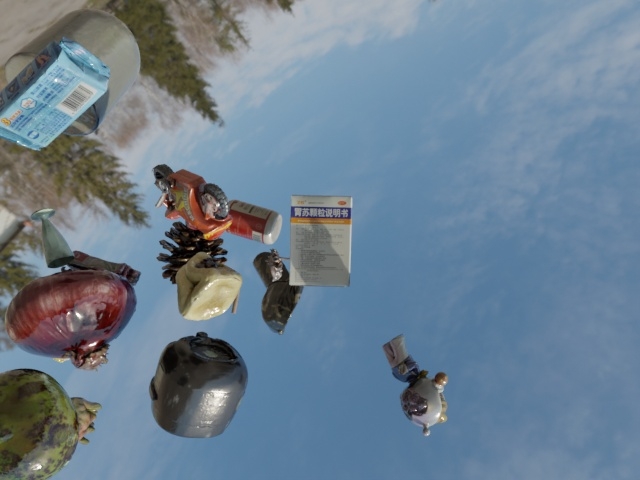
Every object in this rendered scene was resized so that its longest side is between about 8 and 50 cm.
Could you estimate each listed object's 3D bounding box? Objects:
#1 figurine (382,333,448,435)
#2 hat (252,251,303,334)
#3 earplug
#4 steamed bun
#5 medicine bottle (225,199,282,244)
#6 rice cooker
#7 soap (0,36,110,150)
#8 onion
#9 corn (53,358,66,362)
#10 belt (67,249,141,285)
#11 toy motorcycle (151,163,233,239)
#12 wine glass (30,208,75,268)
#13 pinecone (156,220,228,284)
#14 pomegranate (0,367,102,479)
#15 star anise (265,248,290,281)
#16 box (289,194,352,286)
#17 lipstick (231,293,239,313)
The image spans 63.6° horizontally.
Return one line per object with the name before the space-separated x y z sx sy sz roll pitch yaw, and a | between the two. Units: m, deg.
figurine | 0.277 0.410 1.505 0.133 0.274 0.194 -13 178 -41
hat | -0.250 0.261 2.516 0.257 0.382 0.366 -38 158 -40
earplug | -0.788 -0.589 1.737 0.313 0.312 0.394 -14 -140 39
steamed bun | -0.313 0.108 1.379 0.172 0.141 0.155 -51 -123 19
medicine bottle | -0.276 -0.075 1.916 0.250 0.131 0.131 17 -125 11
rice cooker | -0.338 0.394 1.437 0.267 0.267 0.224 33 -72 59
soap | -0.642 -0.341 1.223 0.293 0.156 0.077 -37 -117 10
onion | -0.670 0.229 1.421 0.348 0.348 0.285 -32 -107 18
corn | -0.983 0.339 1.835 0.081 0.248 0.081 -51 169 -14
belt | -0.672 0.084 1.588 0.232 0.071 0.053 14 -128 6
toy motorcycle | -0.310 -0.090 1.246 0.298 0.171 0.089 22 -130 39
wine glass | -0.730 -0.006 1.405 0.073 0.073 0.155 -32 -104 17
pinecone | -0.463 0.033 1.877 0.264 0.264 0.264 -30 -147 21
pomegranate | -0.535 0.346 0.979 0.204 0.277 0.222 -46 -120 37
star anise | -0.123 0.055 2.241 0.228 0.218 0.148 -8 -166 -12
box | 0.000 0.000 1.711 0.200 0.299 0.106 2 -178 1
lipstick | -0.336 0.242 2.039 0.019 0.019 0.094 -2 -104 48
